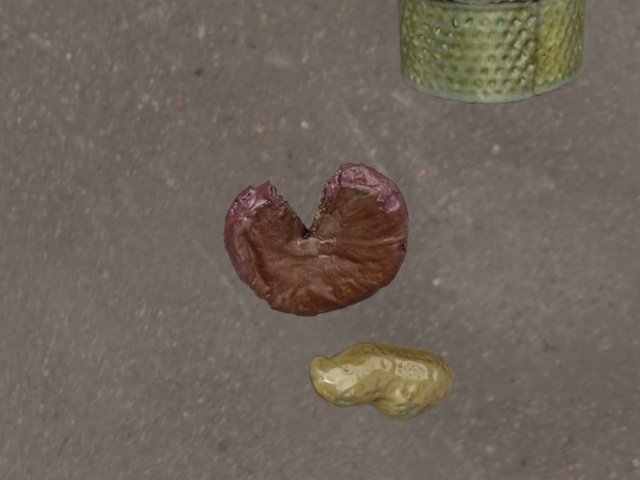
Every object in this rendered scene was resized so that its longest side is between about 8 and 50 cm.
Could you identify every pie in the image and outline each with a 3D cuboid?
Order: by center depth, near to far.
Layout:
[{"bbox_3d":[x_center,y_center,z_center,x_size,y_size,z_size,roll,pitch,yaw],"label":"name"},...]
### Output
[{"bbox_3d":[0.000,0.000,1.489,0.219,0.204,0.054,-23,36,8],"label":"pie"}]

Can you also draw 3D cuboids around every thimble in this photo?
[{"bbox_3d":[0.237,-0.307,1.754,0.271,0.150,0.271,-3,30,2],"label":"thimble"}]

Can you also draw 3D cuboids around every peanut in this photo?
[{"bbox_3d":[0.066,0.147,1.320,0.174,0.080,0.080,7,66,-33],"label":"peanut"}]
